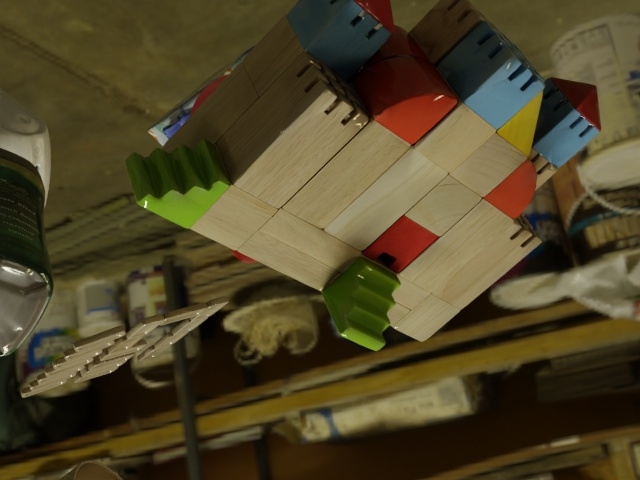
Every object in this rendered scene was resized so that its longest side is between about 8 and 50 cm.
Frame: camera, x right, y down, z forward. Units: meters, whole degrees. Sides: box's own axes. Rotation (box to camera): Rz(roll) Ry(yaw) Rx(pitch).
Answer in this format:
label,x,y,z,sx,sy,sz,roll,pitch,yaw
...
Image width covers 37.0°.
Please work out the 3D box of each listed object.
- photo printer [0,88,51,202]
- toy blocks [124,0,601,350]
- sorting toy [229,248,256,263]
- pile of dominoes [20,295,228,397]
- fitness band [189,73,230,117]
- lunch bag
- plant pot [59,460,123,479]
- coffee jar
label,x,y,z,sx,sy,sz,roll,pitch,yaw
photo printer,-0.628,-0.158,1.810,0.107,0.307,0.256,-20,137,-47
toy blocks,0.073,-0.074,0.762,0.261,0.191,0.381,-44,135,20
sorting toy,0.000,0.000,1.104,0.274,0.132,0.046,-32,-165,47
pile of dominoes,-0.253,0.121,1.182,0.196,0.040,0.251,-13,165,-38
fitness band,-0.074,-0.155,1.472,0.291,0.209,0.054,-5,-169,-40
lunch bag,-0.212,-0.285,1.993,0.303,0.115,0.243,-33,-168,30
plant pot,-0.374,0.515,1.481,0.191,0.284,0.284,-33,160,2
coffee jar,-0.263,0.002,0.761,0.079,0.184,0.096,24,113,-31
